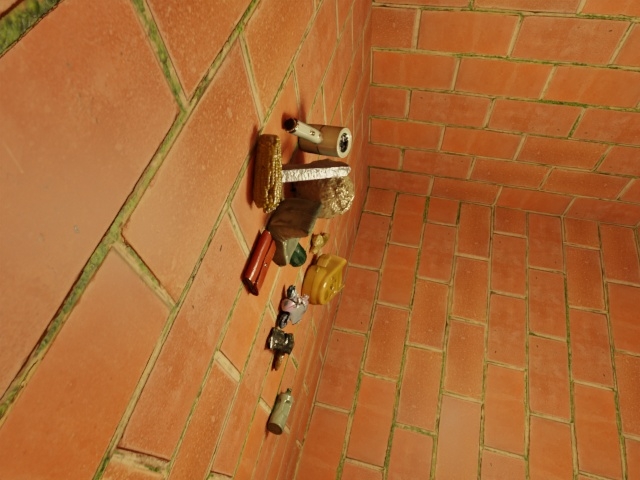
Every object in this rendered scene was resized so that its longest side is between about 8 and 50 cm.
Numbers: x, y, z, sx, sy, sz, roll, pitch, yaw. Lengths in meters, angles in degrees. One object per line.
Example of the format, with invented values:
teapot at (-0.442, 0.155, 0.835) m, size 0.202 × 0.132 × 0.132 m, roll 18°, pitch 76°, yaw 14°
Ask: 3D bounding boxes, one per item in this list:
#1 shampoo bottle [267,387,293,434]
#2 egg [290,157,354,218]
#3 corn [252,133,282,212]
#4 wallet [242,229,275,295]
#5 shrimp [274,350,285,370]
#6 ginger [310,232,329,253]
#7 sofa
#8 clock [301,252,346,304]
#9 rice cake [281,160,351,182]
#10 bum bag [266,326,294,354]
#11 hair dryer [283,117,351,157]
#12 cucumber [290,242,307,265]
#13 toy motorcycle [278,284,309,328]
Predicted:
shampoo bottle at (-0.199, 0.877, 2.178) m, size 0.234 × 0.086 × 0.118 m, roll -67°, pitch 163°, yaw -49°
egg at (0.011, -0.219, 1.809) m, size 0.310 × 0.278 × 0.279 m, roll -109°, pitch -162°, yaw -55°
corn at (-0.172, -0.214, 1.362) m, size 0.097 × 0.097 × 0.262 m, roll -50°, pitch 147°, yaw -68°
wallet at (-0.217, 0.082, 1.512) m, size 0.142 × 0.045 × 0.205 m, roll 82°, pitch 22°, yaw -57°
shrimp at (-0.194, 0.546, 2.047) m, size 0.101 × 0.042 × 0.190 m, roll 121°, pitch -14°, yaw -61°
ginger at (0.003, 0.001, 2.458) m, size 0.299 × 0.065 × 0.118 m, roll -34°, pitch 147°, yaw -72°
sofa at (-0.097, -0.029, 1.672) m, size 0.210 × 0.175 × 0.226 m, roll -67°, pitch 163°, yaw -48°
clock at (0.009, 0.240, 2.434) m, size 0.317 × 0.200 × 0.244 m, roll -48°, pitch 144°, yaw -54°
rice cake at (-0.036, -0.262, 1.581) m, size 0.364 × 0.072 × 0.056 m, roll -12°, pitch 127°, yaw -35°
bum bag at (-0.179, 0.467, 1.934) m, size 0.102 × 0.069 × 0.248 m, roll -71°, pitch 156°, yaw -14°
hair dryer at (-0.038, -0.428, 1.677) m, size 0.362 × 0.203 × 0.128 m, roll 1°, pitch 103°, yaw -61°
cucumber at (-0.115, 0.056, 1.954) m, size 0.244 × 0.063 × 0.115 m, roll 49°, pitch 52°, yaw -73°
toy motorcycle at (-0.121, 0.296, 2.000) m, size 0.239 × 0.108 × 0.204 m, roll -51°, pitch 149°, yaw -67°
